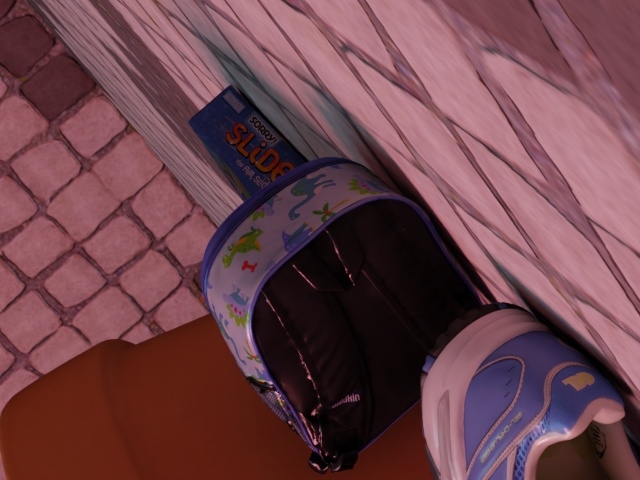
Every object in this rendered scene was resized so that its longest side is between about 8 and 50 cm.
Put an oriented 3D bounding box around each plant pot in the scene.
[{"bbox_3d":[0.005,0.138,0.984,0.291,0.203,0.291,52,-174,-7],"label":"plant pot"}]

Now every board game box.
[{"bbox_3d":[0.000,0.000,1.154,0.136,0.035,0.201,47,176,22],"label":"board game box"}]

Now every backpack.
[{"bbox_3d":[0.003,0.022,0.836,0.084,0.105,0.114,43,168,47],"label":"backpack"}]

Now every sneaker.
[{"bbox_3d":[0.091,0.132,0.768,0.081,0.080,0.211,25,134,56],"label":"sneaker"}]
